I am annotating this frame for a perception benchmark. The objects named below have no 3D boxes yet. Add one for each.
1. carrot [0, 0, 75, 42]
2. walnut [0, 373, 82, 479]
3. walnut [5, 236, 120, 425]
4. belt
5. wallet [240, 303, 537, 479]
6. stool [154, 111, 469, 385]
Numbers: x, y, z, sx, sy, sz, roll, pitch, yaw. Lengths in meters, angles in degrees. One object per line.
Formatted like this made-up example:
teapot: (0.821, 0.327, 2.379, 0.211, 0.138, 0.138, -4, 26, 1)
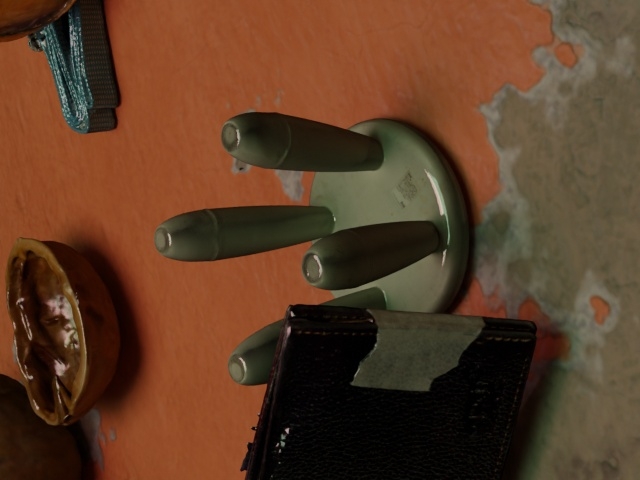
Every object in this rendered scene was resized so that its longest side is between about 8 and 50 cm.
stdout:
carrot: (-0.377, -0.384, 1.860, 0.341, 0.224, 0.224, 51, 132, 38)
walnut: (-0.403, 0.275, 1.999, 0.227, 0.283, 0.283, 15, 109, 33)
walnut: (-0.270, 0.093, 1.951, 0.167, 0.087, 0.211, -22, 79, 55)
belt: (-0.271, -0.199, 1.914, 0.100, 0.065, 0.179, -13, 87, 39)
wallet: (0.053, 0.174, 1.503, 0.071, 0.220, 0.262, -104, 23, -58)
stool: (0.000, 0.000, 1.551, 0.195, 0.198, 0.195, 56, 133, 22)
